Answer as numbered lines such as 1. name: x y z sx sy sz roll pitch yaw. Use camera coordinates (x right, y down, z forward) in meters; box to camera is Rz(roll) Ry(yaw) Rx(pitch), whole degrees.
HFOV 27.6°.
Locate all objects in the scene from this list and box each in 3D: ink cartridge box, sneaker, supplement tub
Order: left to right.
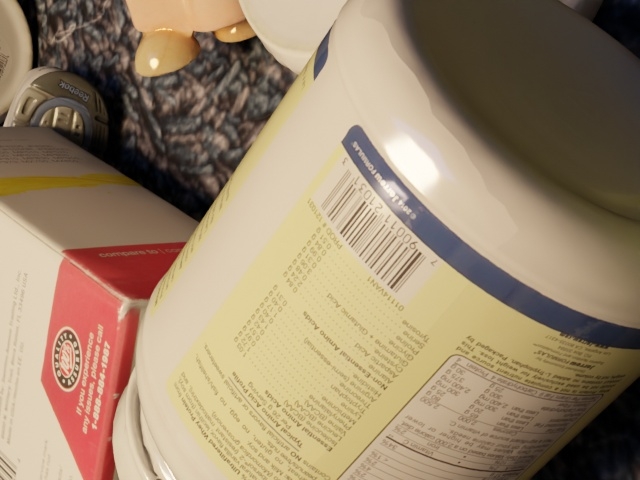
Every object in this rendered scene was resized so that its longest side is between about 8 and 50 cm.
1. sneaker: -0.277 -0.029 1.260 0.297 0.111 0.129 -69 25 14
2. ink cartridge box: -0.209 0.093 1.034 0.384 0.160 0.279 30 116 44
3. supplement tub: 0.042 0.038 0.717 0.325 0.235 0.235 -53 48 34

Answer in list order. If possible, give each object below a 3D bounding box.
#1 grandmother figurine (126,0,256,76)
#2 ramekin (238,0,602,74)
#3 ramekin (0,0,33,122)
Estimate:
1. grandmother figurine: -0.122 -0.301 0.933 0.104 0.207 0.342 33 148 51
2. ramekin: 0.051 -0.210 0.820 0.273 0.127 0.273 -7 81 51
3. ramekin: -0.392 -0.194 1.329 0.109 0.207 0.207 -6 81 42
